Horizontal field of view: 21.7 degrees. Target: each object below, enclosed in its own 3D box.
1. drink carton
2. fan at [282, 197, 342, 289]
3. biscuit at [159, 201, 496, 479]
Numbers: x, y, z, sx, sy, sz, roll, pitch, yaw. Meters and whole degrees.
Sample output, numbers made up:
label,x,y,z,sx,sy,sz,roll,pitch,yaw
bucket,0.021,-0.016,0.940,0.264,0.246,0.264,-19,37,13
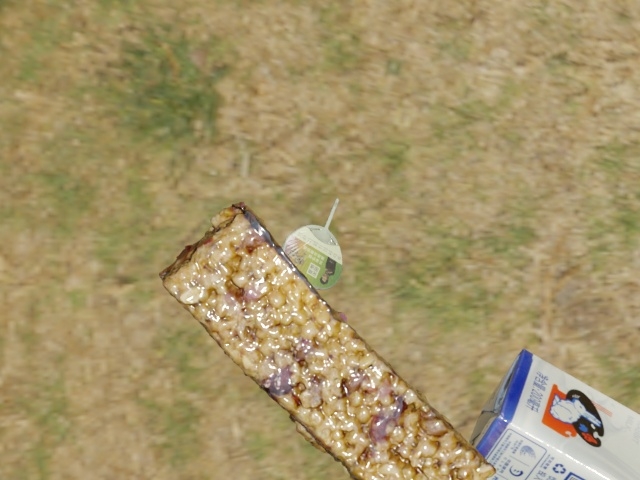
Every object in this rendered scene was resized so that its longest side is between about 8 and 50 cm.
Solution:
label,x,y,z,sx,sy,sz,roll,pitch,yaw
drink carton,0.302,0.250,1.661,0.315,0.130,0.107,30,126,0
fan,0.003,0.009,1.431,0.060,0.080,0.003,58,152,-12
biscuit,0.002,0.069,0.868,0.064,0.034,0.199,-44,97,-2
